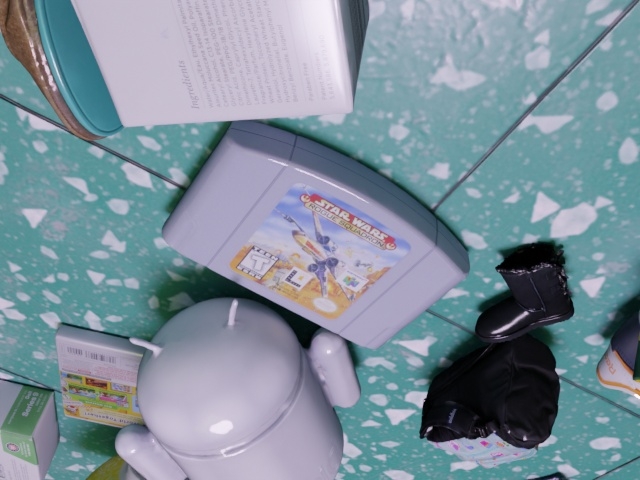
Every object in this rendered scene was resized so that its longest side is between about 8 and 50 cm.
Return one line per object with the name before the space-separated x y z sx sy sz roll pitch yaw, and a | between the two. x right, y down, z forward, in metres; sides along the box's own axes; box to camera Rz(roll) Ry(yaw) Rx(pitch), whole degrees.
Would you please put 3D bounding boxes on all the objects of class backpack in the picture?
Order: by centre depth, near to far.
backpack | 0.199 0.204 0.875 0.115 0.152 0.182 33 143 -8

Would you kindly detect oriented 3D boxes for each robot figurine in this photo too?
robot figurine | -0.093 0.209 0.892 0.299 0.200 0.354 -29 129 -6

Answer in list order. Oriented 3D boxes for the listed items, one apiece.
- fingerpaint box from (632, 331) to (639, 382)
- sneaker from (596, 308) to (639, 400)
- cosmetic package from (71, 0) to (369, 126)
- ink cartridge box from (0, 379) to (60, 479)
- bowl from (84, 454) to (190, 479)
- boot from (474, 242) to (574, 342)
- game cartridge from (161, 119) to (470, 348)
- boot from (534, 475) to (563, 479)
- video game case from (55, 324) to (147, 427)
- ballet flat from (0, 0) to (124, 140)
fingerpaint box | 0.556 0.081 0.568 0.444 0.163 0.371 15 166 -3
sneaker | 0.462 0.180 0.816 0.321 0.126 0.127 31 128 -4
cosmetic package | -0.066 -0.191 0.537 0.183 0.151 0.152 -2 133 11
ink cartridge box | -0.525 0.287 1.123 0.212 0.093 0.154 11 134 -2
bowl | -0.233 0.387 1.068 0.289 0.289 0.156 12 111 -1
boot | 0.216 0.058 0.797 0.121 0.045 0.099 -19 130 17
game cartridge | 0.000 0.000 0.778 0.297 0.062 0.198 28 136 -16
boot | 0.307 0.417 1.118 0.190 0.069 0.086 -32 114 24
video game case | -0.263 0.215 1.052 0.226 0.026 0.206 12 134 -3
ballet flat | -0.233 -0.240 0.563 0.124 0.116 0.342 17 137 23
